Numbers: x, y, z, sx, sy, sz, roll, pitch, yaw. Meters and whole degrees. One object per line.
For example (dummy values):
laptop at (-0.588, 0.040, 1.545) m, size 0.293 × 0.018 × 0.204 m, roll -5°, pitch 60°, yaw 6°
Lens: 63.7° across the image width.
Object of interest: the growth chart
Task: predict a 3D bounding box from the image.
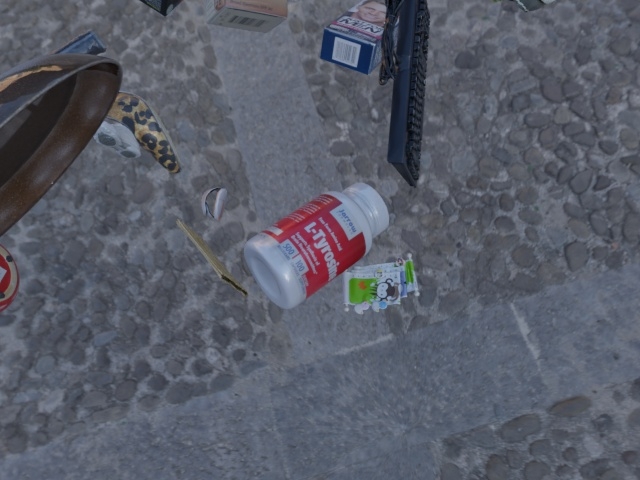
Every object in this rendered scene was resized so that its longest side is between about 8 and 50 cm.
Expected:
growth chart at (0.174, 0.129, 1.520) m, size 0.237 × 0.021 × 0.172 m, roll -10°, pitch 54°, yaw -2°

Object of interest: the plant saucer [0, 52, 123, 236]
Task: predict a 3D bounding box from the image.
plant saucer at (-0.322, -0.078, 0.521) m, size 0.050 × 0.310 × 0.311 m, roll 41°, pitch 79°, yaw -15°

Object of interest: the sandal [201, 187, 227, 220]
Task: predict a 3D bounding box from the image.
sandal at (-0.356, -0.120, 1.703) m, size 0.076 × 0.265 × 0.102 m, roll 17°, pitch 85°, yaw -9°

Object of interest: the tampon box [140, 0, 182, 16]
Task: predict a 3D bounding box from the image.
tampon box at (-0.455, -0.770, 1.505) m, size 0.101 × 0.161 × 0.121 m, roll 31°, pitch 56°, yaw -5°

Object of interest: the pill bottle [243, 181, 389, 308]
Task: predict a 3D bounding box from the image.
pill bottle at (0.000, 0.000, 1.507) m, size 0.407 × 0.229 × 0.229 m, roll -35°, pitch 67°, yaw -25°

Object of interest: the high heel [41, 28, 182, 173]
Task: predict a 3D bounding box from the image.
high heel at (-0.361, -0.176, 0.820) m, size 0.186 × 0.093 × 0.261 m, roll -39°, pitch 103°, yaw -14°

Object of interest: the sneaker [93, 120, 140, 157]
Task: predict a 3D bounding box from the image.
sneaker at (-0.752, -0.394, 1.898) m, size 0.090 × 0.232 × 0.116 m, roll -7°, pitch 73°, yaw 12°

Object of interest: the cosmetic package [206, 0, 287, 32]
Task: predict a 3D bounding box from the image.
cosmetic package at (-0.159, -0.618, 1.096) m, size 0.153 × 0.129 × 0.297 m, roll -4°, pitch 96°, yaw -29°

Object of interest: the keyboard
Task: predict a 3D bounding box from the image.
keyboard at (0.132, -0.258, 0.776) m, size 0.033 × 0.201 × 0.318 m, roll -2°, pitch 75°, yaw 27°

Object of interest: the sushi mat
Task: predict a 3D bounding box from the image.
sushi mat at (-0.338, 0.051, 1.592) m, size 0.019 × 0.151 × 0.316 m, roll -46°, pitch 51°, yaw -3°

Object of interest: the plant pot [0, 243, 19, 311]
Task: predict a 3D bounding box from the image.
plant pot at (-0.727, 0.088, 1.026) m, size 0.174 × 0.191 × 0.191 m, roll -17°, pitch 68°, yaw 17°

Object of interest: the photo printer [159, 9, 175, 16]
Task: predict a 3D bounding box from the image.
photo printer at (-0.624, -1.000, 1.847) m, size 0.307 × 0.107 × 0.256 m, roll 38°, pitch 121°, yaw 10°

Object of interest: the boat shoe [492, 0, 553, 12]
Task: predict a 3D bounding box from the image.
boat shoe at (0.308, -0.442, 0.846) m, size 0.091 × 0.109 × 0.305 m, roll -32°, pitch 33°, yaw 33°

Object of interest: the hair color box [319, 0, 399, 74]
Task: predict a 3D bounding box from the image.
hair color box at (0.151, -0.670, 1.668) m, size 0.173 × 0.105 × 0.347 m, roll 24°, pitch 45°, yaw 13°
